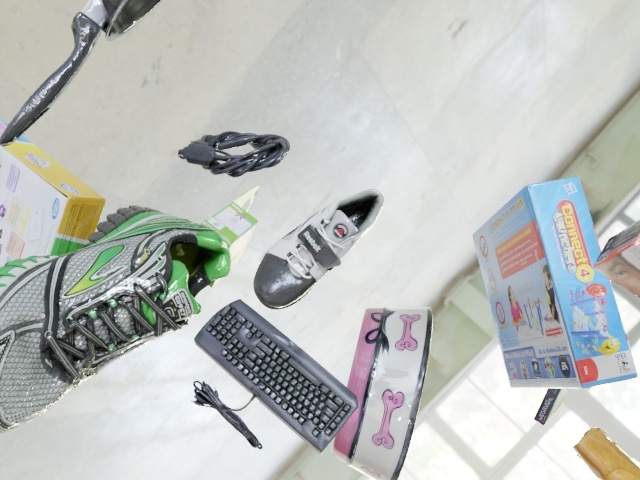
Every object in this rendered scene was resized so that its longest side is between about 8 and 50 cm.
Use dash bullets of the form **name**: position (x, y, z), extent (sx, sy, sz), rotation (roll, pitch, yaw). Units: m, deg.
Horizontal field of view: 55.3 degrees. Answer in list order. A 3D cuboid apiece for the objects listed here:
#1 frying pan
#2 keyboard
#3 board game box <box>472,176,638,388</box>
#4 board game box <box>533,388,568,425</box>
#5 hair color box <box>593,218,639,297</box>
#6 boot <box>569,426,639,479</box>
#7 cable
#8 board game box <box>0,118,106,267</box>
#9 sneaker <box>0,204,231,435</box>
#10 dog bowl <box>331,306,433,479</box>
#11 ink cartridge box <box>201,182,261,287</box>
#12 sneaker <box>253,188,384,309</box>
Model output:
- **frying pan**: position (-0.199, -0.232, 0.607), extent (0.326, 0.053, 0.197), rotation (-46, -162, 0)
- **keyboard**: position (-0.108, 0.266, 1.106), extent (0.201, 0.317, 0.033), rotation (-50, 163, -10)
- **board game box**: position (0.368, 0.088, 1.018), extent (0.086, 0.302, 0.308), rotation (-10, 167, -4)
- **board game box**: position (0.525, 0.296, 1.316), extent (0.126, 0.026, 0.186), rotation (-13, 125, -51)
- **hair color box**: position (0.412, 0.046, 0.690), extent (0.053, 0.167, 0.093), rotation (-53, 172, -18)
- **boot**: position (0.536, 0.441, 1.075), extent (0.104, 0.211, 0.295), rotation (-48, 162, 11)
- **cable**: position (-0.123, -0.140, 0.969), extent (0.150, 0.184, 0.047), rotation (-28, 121, -50)
- **board game box**: position (-0.484, -0.030, 0.943), extent (0.064, 0.316, 0.242), rotation (-1, 120, -58)
- **sneaker**: position (-0.215, 0.060, 0.619), extent (0.343, 0.146, 0.134), rotation (-52, 141, -51)
- **dog bowl**: position (0.134, 0.333, 1.386), extent (0.408, 0.150, 0.408), rotation (13, 90, -85)
- **ink cartridge box**: position (-0.226, -0.020, 1.638), extent (0.255, 0.097, 0.189), rotation (-43, 168, -46)
- **sneaker**: position (0.000, 0.000, 1.210), extent (0.330, 0.122, 0.146), rotation (-44, 178, -24)
